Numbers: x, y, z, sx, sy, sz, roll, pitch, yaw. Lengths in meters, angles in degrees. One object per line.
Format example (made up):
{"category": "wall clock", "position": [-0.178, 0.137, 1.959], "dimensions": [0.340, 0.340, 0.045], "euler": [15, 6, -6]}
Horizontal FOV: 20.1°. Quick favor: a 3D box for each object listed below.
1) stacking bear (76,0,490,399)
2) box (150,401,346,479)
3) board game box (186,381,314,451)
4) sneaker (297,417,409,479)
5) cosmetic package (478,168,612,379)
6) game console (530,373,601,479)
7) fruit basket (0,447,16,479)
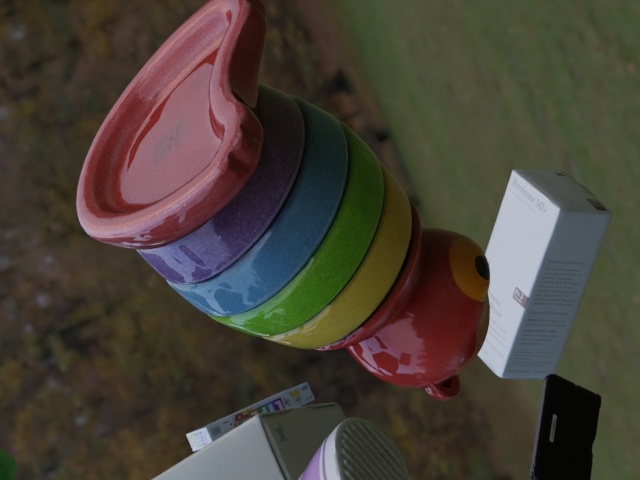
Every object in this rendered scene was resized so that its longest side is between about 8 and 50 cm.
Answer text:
{"category": "stacking bear", "position": [0.000, 0.000, 1.186], "dimensions": [0.289, 0.164, 0.175], "euler": [34, -143, -31]}
{"category": "box", "position": [-0.107, 0.291, 1.879], "dimensions": [0.148, 0.311, 0.121], "euler": [-1, -117, -53]}
{"category": "board game box", "position": [-0.094, 0.235, 2.412], "dimensions": [0.026, 0.154, 0.103], "euler": [66, 159, 3]}
{"category": "sneaker", "position": [0.005, 0.290, 1.458], "dimensions": [0.102, 0.161, 0.282], "euler": [32, -151, -16]}
{"category": "cosmetic package", "position": [0.255, 0.040, 2.167], "dimensions": [0.117, 0.085, 0.231], "euler": [47, 129, 53]}
{"category": "game console", "position": [0.249, 0.217, 1.883], "dimensions": [0.107, 0.071, 0.122], "euler": [26, -121, -24]}
{"category": "fruit basket", "position": [-0.421, 0.299, 1.509], "dimensions": [0.392, 0.282, 0.392], "euler": [3, -90, -67]}
